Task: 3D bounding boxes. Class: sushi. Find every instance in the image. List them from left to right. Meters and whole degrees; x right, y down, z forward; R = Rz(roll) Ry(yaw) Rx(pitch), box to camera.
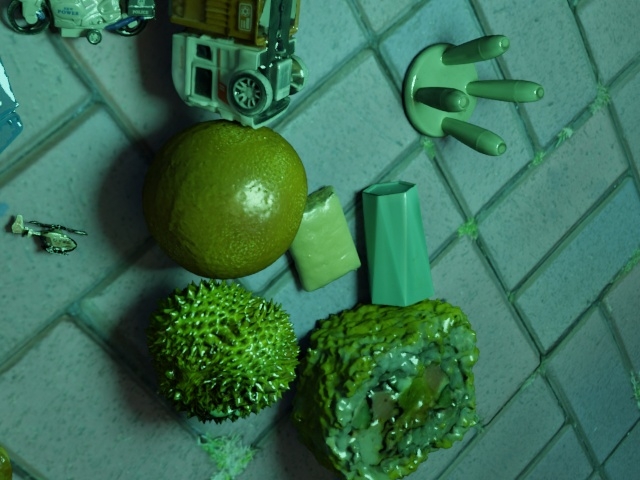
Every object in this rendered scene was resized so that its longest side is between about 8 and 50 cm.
[{"bbox_3d":[0.136,0.315,1.562,0.397,0.240,0.351,-20,113,-30],"label":"sushi"}]

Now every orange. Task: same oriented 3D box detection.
[{"bbox_3d":[-0.154,-0.071,1.251,0.274,0.274,0.274,-10,109,-30],"label":"orange"}]

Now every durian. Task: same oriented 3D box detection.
[{"bbox_3d":[-0.172,0.201,1.322,0.291,0.291,0.224,27,53,-35],"label":"durian"}]

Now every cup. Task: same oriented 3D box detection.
[{"bbox_3d":[0.148,0.003,1.552,0.148,0.134,0.235,-21,111,-30],"label":"cup"}]

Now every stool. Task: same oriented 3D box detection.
[{"bbox_3d":[0.297,-0.290,1.515,0.195,0.199,0.195,41,82,-35],"label":"stool"}]

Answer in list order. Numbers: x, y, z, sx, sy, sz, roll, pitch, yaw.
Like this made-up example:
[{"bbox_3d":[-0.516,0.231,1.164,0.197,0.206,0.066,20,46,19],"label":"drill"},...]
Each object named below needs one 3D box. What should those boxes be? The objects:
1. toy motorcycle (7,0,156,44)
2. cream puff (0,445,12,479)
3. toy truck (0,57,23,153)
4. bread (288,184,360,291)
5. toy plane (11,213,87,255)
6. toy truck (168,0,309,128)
[{"bbox_3d":[-0.354,-0.378,1.139,0.221,0.102,0.150,-7,128,-28],"label":"toy motorcycle"},{"bbox_3d":[-0.566,0.385,1.219,0.133,0.104,0.119,-25,123,-23],"label":"cream puff"},{"bbox_3d":[-0.544,-0.263,1.020,0.175,0.146,0.367,-28,120,-32],"label":"toy truck"},{"bbox_3d":[0.001,0.000,1.491,0.140,0.060,0.178,-32,119,-21],"label":"bread"},{"bbox_3d":[-0.440,-0.006,1.227,0.121,0.031,0.049,15,90,-37],"label":"toy plane"},{"bbox_3d":[-0.128,-0.382,1.160,0.173,0.207,0.387,-44,145,-59],"label":"toy truck"}]
